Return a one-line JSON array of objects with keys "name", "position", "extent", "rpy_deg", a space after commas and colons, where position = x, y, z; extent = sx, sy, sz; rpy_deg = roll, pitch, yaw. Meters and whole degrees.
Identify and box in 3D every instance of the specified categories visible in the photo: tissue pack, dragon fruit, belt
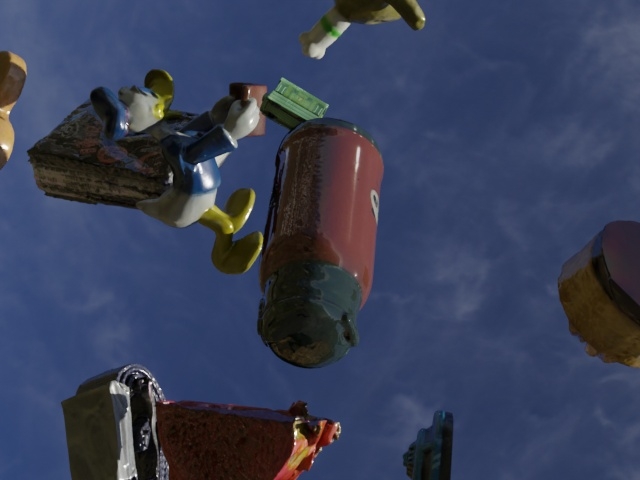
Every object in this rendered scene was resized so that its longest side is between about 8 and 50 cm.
[{"name": "tissue pack", "position": [-0.355, -0.166, 1.709], "extent": [0.332, 0.245, 0.123], "rpy_deg": [11, -50, 22]}, {"name": "dragon fruit", "position": [-0.083, 0.283, 1.213], "extent": [0.274, 0.161, 0.126], "rpy_deg": [-2, -94, 36]}, {"name": "belt", "position": [-0.291, 0.304, 1.350], "extent": [0.126, 0.140, 0.230], "rpy_deg": [-20, -111, 30]}]

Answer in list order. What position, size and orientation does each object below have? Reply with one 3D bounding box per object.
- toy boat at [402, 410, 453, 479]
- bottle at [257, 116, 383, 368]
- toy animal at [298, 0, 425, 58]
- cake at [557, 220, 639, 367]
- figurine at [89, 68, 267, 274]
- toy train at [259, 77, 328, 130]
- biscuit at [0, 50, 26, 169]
[{"name": "toy boat", "position": [0.179, 0.424, 1.583], "extent": [0.092, 0.299, 0.134], "rpy_deg": [6, -52, 6]}, {"name": "bottle", "position": [0.000, 0.000, 1.077], "extent": [0.144, 0.144, 0.336], "rpy_deg": [-36, -151, 32]}, {"name": "toy animal", "position": [0.115, -0.463, 1.611], "extent": [0.363, 0.180, 0.181], "rpy_deg": [-52, -166, 47]}, {"name": "cake", "position": [0.405, 0.090, 1.228], "extent": [0.178, 0.208, 0.185], "rpy_deg": [-51, -133, 42]}, {"name": "figurine", "position": [-0.202, -0.148, 1.404], "extent": [0.283, 0.338, 0.204], "rpy_deg": [-50, -148, 12]}, {"name": "toy train", "position": [-0.035, -0.181, 1.242], "extent": [0.093, 0.056, 0.038], "rpy_deg": [31, -32, 0]}, {"name": "biscuit", "position": [-0.575, -0.178, 1.378], "extent": [0.355, 0.052, 0.275], "rpy_deg": [0, -104, 40]}]
